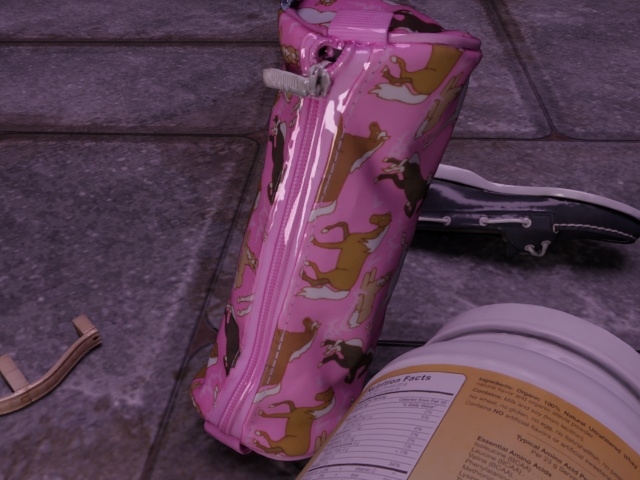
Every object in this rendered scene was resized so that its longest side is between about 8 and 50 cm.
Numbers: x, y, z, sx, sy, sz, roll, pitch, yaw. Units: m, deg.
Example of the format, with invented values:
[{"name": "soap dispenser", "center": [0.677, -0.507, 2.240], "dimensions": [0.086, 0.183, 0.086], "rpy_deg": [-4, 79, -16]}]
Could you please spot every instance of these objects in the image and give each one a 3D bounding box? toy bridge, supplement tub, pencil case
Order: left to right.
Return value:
[{"name": "toy bridge", "center": [-0.310, 0.141, 0.655], "dimensions": [0.188, 0.026, 0.063], "rpy_deg": [-29, 44, -33]}, {"name": "pencil case", "center": [0.000, 0.000, 0.539], "dimensions": [0.167, 0.387, 0.160], "rpy_deg": [4, 27, -23]}, {"name": "supplement tub", "center": [0.081, 0.203, 0.375], "dimensions": [0.228, 0.229, 0.316], "rpy_deg": [19, 40, 27]}]

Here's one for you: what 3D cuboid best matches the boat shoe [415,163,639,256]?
[{"name": "boat shoe", "center": [0.242, -0.024, 0.814], "dimensions": [0.302, 0.091, 0.114], "rpy_deg": [12, -7, 20]}]
